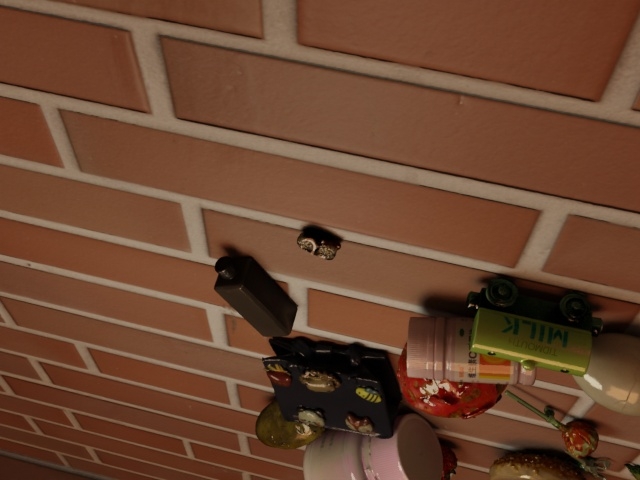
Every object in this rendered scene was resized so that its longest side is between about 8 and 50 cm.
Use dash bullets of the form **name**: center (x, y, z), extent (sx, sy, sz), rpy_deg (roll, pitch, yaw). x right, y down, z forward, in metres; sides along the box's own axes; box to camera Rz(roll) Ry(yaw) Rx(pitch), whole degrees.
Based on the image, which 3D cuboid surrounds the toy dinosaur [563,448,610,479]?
- **toy dinosaur**: center (0.688, 0.585, 2.154), extent (0.187, 0.044, 0.106), rpy_deg (22, 164, -10)

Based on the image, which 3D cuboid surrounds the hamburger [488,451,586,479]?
- **hamburger**: center (0.582, 0.693, 2.191), extent (0.291, 0.225, 0.291), rpy_deg (11, 156, 5)

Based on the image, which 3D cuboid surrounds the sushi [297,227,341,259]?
- **sushi**: center (0.000, 0.000, 1.560), extent (0.083, 0.044, 0.046), rpy_deg (22, 127, -13)

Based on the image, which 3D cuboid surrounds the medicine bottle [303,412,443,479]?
- **medicine bottle**: center (0.143, 0.605, 2.230), extent (0.325, 0.256, 0.256), rpy_deg (-24, 131, 34)

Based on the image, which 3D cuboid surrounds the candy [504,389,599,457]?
- **candy**: center (0.540, 0.426, 1.940), extent (0.288, 0.078, 0.084), rpy_deg (32, 116, -17)

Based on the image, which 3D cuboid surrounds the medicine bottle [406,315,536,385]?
- **medicine bottle**: center (0.301, 0.218, 1.638), extent (0.250, 0.133, 0.133), rpy_deg (3, 146, 11)

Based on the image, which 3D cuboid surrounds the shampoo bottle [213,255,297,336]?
- **shampoo bottle**: center (-0.144, 0.116, 1.760), extent (0.079, 0.080, 0.246), rpy_deg (-7, 142, 30)

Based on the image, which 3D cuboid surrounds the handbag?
- **handbag**: center (0.031, 0.366, 2.038), extent (0.304, 0.121, 0.329), rpy_deg (6, 146, 18)

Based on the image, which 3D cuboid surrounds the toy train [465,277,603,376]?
- **toy train**: center (0.391, 0.169, 1.517), extent (0.253, 0.157, 0.105), rpy_deg (12, 150, 5)

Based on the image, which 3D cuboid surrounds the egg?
- **egg**: center (0.579, 0.254, 1.570), extent (0.209, 0.151, 0.151), rpy_deg (16, 149, 8)

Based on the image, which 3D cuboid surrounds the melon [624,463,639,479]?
- **melon**: center (0.878, 0.645, 2.170), extent (0.262, 0.053, 0.114), rpy_deg (43, 158, -30)

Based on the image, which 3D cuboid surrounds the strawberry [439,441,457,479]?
- **strawberry**: center (0.309, 0.624, 2.311), extent (0.148, 0.131, 0.131), rpy_deg (28, 147, -15)

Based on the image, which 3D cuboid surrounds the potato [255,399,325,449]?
- **potato**: center (-0.082, 0.506, 2.279), extent (0.113, 0.149, 0.251), rpy_deg (28, 143, -35)

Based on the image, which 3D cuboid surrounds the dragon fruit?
- **dragon fruit**: center (0.261, 0.288, 1.796), extent (0.262, 0.134, 0.211), rpy_deg (-3, 135, 30)
